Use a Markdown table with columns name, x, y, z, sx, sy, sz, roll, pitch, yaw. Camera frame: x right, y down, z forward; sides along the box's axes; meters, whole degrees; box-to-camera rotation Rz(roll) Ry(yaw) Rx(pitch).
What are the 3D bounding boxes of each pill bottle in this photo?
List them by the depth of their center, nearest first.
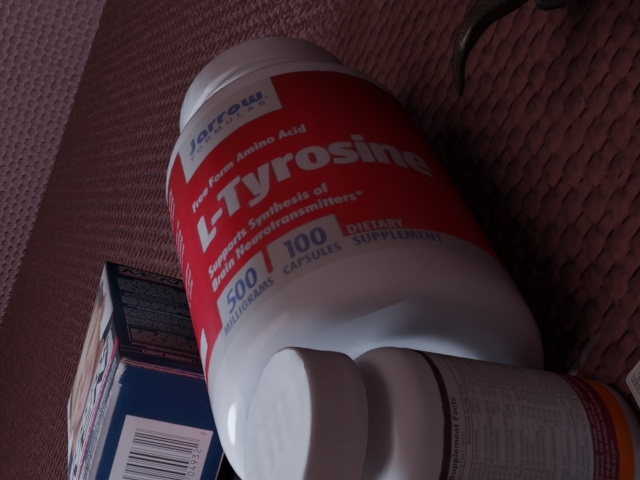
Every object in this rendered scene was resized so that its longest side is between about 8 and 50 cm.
| name | x | y | z | sx | sy | sz | roll | pitch | yaw |
| --- | --- | --- | --- | --- | --- | --- | --- | --- | --- |
| pill bottle | 0.074 | 0.129 | 0.673 | 0.121 | 0.221 | 0.121 | -169 | 90 | -67 |
| pill bottle | 0.000 | 0.000 | 0.894 | 0.407 | 0.229 | 0.229 | -113 | 40 | -52 |

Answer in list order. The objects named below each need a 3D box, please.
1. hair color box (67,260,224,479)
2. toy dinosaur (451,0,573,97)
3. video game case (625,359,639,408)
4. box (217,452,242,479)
| name | x | y | z | sx | sy | sz | roll | pitch | yaw |
| --- | --- | --- | --- | --- | --- | --- | --- | --- | --- |
| hair color box | -0.167 | 0.147 | 1.043 | 0.347 | 0.105 | 0.174 | -138 | 64 | -73 |
| toy dinosaur | 0.182 | -0.241 | 0.774 | 0.160 | 0.121 | 0.313 | -98 | 23 | -63 |
| video game case | 0.232 | 0.083 | 0.586 | 0.157 | 0.019 | 0.143 | -106 | 35 | -48 |
| box | -0.084 | 0.254 | 0.989 | 0.295 | 0.073 | 0.293 | -108 | 39 | -63 |
